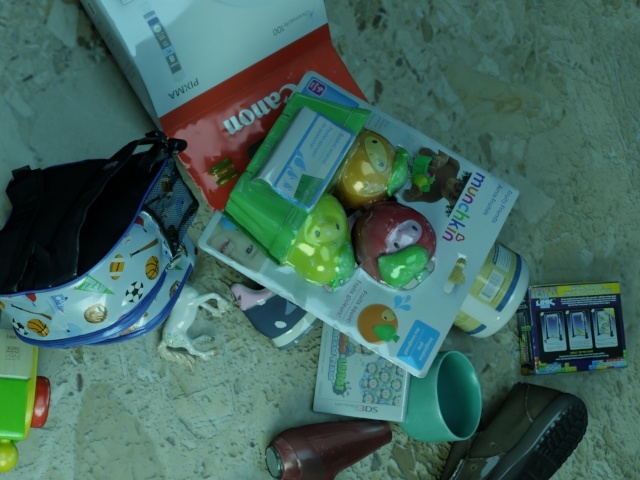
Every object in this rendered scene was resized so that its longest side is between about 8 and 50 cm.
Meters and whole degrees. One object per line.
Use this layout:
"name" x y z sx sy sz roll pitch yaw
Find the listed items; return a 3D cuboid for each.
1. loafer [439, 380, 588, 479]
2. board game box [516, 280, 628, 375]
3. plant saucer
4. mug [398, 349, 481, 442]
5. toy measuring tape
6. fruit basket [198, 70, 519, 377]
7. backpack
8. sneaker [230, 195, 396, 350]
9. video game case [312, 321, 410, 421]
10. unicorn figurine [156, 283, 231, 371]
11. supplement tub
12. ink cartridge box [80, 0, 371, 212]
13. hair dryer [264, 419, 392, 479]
"loafer" 0.244 0.359 1.770 0.366 0.130 0.134 -44 133 -10
"board game box" 0.397 0.139 1.874 0.170 0.048 0.141 -1 82 -19
"plant saucer" -0.099 -0.224 1.745 0.277 0.041 0.278 2 84 -19
"mug" 0.163 0.219 1.743 0.129 0.097 0.158 19 65 -49
"toy measuring tape" -0.416 0.154 1.573 0.121 0.121 0.330 7 59 -19
"fruit basket" 0.061 -0.036 1.608 0.353 0.165 0.327 29 67 6
"backpack" -0.298 0.019 1.507 0.213 0.276 0.263 62 32 -27
"sneaker" 0.000 0.000 1.715 0.131 0.112 0.319 42 71 -13
"video game case" 0.064 0.178 1.716 0.143 0.019 0.157 2 79 26
"unicorn figurine" -0.187 0.097 1.664 0.111 0.060 0.162 19 77 -17
"supplement tub" 0.195 0.040 1.761 0.199 0.144 0.144 32 74 -14
"ink cartridge box" -0.121 -0.280 1.675 0.308 0.091 0.385 -33 94 -20
"hair dryer" -0.004 0.368 1.706 0.223 0.080 0.293 45 76 -26
